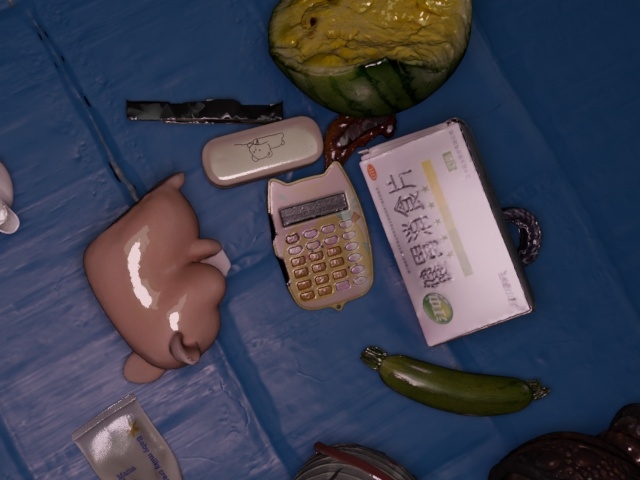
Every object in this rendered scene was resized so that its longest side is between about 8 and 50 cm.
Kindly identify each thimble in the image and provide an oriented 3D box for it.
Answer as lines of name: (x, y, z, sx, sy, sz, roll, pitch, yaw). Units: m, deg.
thimble: (0.319, -0.004, 1.658, 0.095, 0.066, 0.104, -29, 92, -12)

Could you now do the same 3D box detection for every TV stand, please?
TV stand: (-0.186, -0.208, 1.596, 0.249, 0.042, 0.036, -1, 86, -11)

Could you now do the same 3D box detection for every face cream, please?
face cream: (-0.272, 0.353, 1.504, 0.114, 0.070, 0.224, -34, 82, -13)

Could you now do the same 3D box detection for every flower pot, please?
flower pot: (0.441, 0.394, 1.544, 0.267, 0.266, 0.266, -25, 88, -25)

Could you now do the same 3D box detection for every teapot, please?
teapot: (-0.544, -0.077, 1.484, 0.226, 0.092, 0.145, 32, 75, -4)

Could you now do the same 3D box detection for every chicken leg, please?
chicken leg: (0.053, -0.169, 1.634, 0.089, 0.048, 0.219, 46, 78, -4)

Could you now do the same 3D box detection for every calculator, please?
calculator: (0.000, 0.000, 1.599, 0.157, 0.033, 0.236, -15, 96, -10)

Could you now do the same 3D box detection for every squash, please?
squash: (0.217, 0.240, 1.606, 0.318, 0.071, 0.080, 12, 40, -7)

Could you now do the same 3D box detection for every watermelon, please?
watermelon: (0.084, -0.302, 1.568, 0.331, 0.331, 0.189, -30, 127, -13)

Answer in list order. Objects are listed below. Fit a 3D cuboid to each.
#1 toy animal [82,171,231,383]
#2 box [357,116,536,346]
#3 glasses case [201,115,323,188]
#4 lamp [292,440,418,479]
toy animal: (-0.237, 0.059, 1.489, 0.213, 0.195, 0.256, -34, 92, -38)
box: (0.202, -0.017, 1.566, 0.173, 0.145, 0.333, -21, 87, 14)
glasses case: (-0.093, -0.141, 1.592, 0.196, 0.050, 0.083, -17, 83, -6)
lamp: (0.059, 0.428, 1.476, 0.265, 0.233, 0.233, 40, 77, 3)
